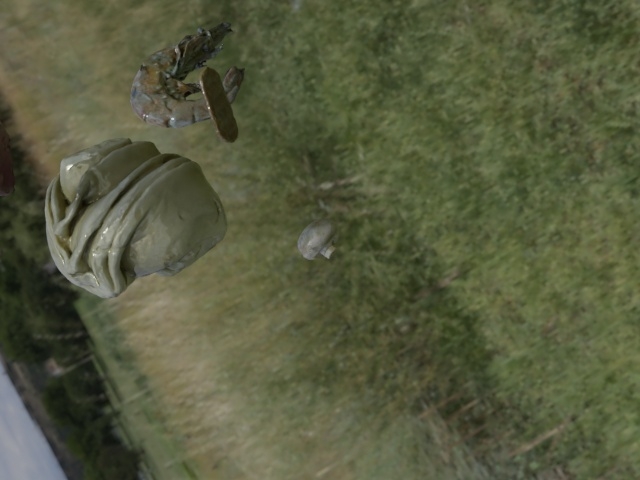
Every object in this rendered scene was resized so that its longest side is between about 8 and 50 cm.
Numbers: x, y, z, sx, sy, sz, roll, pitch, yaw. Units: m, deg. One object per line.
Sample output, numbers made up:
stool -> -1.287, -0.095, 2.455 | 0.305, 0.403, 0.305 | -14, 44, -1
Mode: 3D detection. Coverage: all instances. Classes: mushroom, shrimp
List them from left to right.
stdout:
shrimp -> -0.284, -0.378, 2.355 | 0.247, 0.360, 0.085 | 23, 144, 16
mushroom -> 0.000, 0.000, 1.850 | 0.067, 0.083, 0.083 | 40, 161, 11

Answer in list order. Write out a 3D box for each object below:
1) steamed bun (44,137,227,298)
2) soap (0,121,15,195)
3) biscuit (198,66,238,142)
steamed bun -> -0.328, -0.048, 1.709 | 0.289, 0.276, 0.203 | 24, 162, 38
soap -> -0.588, -0.113, 1.275 | 0.233, 0.360, 0.128 | -24, -68, -85
biscuit -> -0.188, -0.249, 1.903 | 0.018, 0.071, 0.147 | -15, 98, 30
